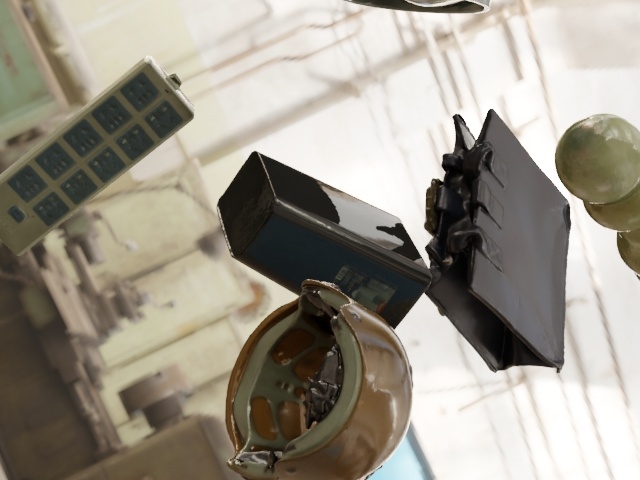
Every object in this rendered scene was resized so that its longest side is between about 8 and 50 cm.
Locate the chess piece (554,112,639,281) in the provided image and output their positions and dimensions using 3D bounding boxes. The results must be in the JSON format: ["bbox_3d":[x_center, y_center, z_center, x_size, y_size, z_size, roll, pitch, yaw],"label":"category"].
[{"bbox_3d":[0.368,-0.053,1.368,0.251,0.144,0.144,38,12,-36],"label":"chess piece"}]

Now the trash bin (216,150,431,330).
[{"bbox_3d":[0.000,0.000,1.442,0.225,0.115,0.165,29,20,-27],"label":"trash bin"}]

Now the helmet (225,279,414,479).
[{"bbox_3d":[0.008,0.148,1.104,0.130,0.198,0.224,29,-11,-21],"label":"helmet"}]

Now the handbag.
[{"bbox_3d":[0.259,0.007,1.752,0.329,0.121,0.303,43,48,-46],"label":"handbag"}]

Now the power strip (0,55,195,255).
[{"bbox_3d":[-0.339,-0.111,1.658,0.106,0.367,0.043,49,11,-21],"label":"power strip"}]

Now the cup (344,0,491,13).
[{"bbox_3d":[0.177,-0.507,1.822,0.356,0.259,0.275,12,-82,60],"label":"cup"}]
